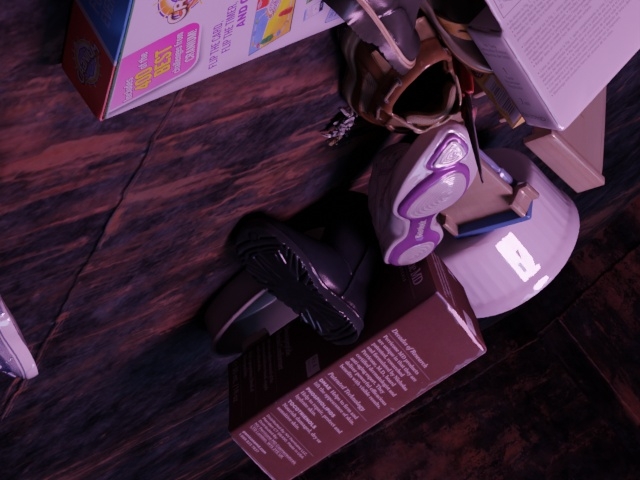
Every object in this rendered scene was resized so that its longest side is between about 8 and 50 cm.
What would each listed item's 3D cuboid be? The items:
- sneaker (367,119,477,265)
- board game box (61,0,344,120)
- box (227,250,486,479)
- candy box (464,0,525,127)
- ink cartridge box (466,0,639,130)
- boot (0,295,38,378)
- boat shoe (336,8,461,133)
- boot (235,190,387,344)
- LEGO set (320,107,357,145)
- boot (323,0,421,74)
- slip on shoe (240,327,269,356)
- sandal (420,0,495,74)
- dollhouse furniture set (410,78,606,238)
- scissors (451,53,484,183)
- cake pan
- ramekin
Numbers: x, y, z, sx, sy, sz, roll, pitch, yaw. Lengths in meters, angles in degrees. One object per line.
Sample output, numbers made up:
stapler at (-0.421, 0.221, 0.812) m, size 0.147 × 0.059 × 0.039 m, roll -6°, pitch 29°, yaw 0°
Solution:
sneaker at (0.115, -0.086, 1.571) m, size 0.114 × 0.152 × 0.305 m, roll -14°, pitch 156°, yaw -19°
board game box at (-0.043, -0.240, 0.943) m, size 0.316 × 0.064 × 0.242 m, roll -28°, pitch 162°, yaw -32°
box at (0.045, 0.178, 1.764) m, size 0.381 × 0.143 × 0.191 m, roll -34°, pitch -156°, yaw 11°
candy box at (0.202, -0.229, 1.291) m, size 0.109 × 0.187 × 0.053 m, roll -33°, pitch 168°, yaw -19°
ink cartridge box at (0.261, -0.303, 1.176) m, size 0.296 × 0.261 × 0.066 m, roll -46°, pitch -148°, yaw -12°
boot at (-0.371, 0.116, 1.289) m, size 0.086 × 0.069 × 0.190 m, roll -26°, pitch 155°, yaw -13°
boat shoe at (0.097, -0.176, 1.343) m, size 0.122 × 0.120 × 0.324 m, roll -37°, pitch 165°, yaw 2°
boot at (0.000, 0.000, 1.671) m, size 0.094 × 0.246 × 0.207 m, roll -22°, pitch -147°, yaw 40°
LEGO set at (0.029, -0.140, 1.481) m, size 0.054 × 0.023 × 0.083 m, roll -38°, pitch 165°, yaw 2°
boot at (0.084, -0.225, 1.018) m, size 0.137 × 0.077 × 0.198 m, roll -45°, pitch 165°, yaw 9°
slip on shoe at (-0.103, 0.183, 1.904) m, size 0.051 × 0.041 × 0.135 m, roll -29°, pitch 163°, yaw -27°
sandal at (0.149, -0.236, 1.201) m, size 0.049 × 0.180 × 0.072 m, roll -1°, pitch -129°, yaw 57°
dollhouse furniture set at (0.227, -0.178, 1.717) m, size 0.303 × 0.198 × 0.286 m, roll -19°, pitch 138°, yaw 39°
scissors at (0.169, -0.152, 1.366) m, size 0.021 × 0.297 × 0.109 m, roll 4°, pitch 143°, yaw -7°
cake pan at (-0.065, 0.078, 1.862) m, size 0.293 × 0.054 × 0.293 m, roll -34°, pitch 165°, yaw -11°
ramekin at (0.268, -0.022, 1.921) m, size 0.277 × 0.135 × 0.277 m, roll -30°, pitch -148°, yaw 22°
